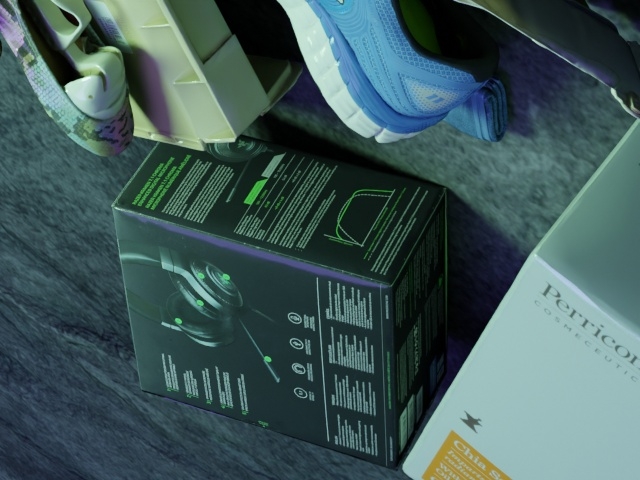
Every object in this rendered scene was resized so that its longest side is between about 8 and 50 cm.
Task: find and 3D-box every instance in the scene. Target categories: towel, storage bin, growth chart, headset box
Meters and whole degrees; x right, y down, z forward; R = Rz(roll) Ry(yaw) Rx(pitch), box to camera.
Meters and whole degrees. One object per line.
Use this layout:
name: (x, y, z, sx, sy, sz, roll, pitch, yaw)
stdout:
towel: (0.093, -0.122, 1.550, 0.119, 0.029, 0.067, 26, 150, 28)
storage bin: (-0.175, -0.223, 1.661, 0.260, 0.123, 0.262, 14, 142, 44)
growth chart: (0.139, -0.154, 1.308, 0.237, 0.172, 0.021, 31, 115, -7)
headset box: (-0.040, 0.046, 1.768, 0.283, 0.131, 0.246, 15, 137, 19)

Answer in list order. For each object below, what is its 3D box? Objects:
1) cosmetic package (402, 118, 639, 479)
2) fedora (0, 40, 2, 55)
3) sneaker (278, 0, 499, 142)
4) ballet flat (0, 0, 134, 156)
cosmetic package: (0.239, 0.122, 1.571, 0.230, 0.161, 0.453, 37, 153, 9)
fedora: (-0.334, -0.209, 1.607, 0.194, 0.079, 0.194, 58, 178, 4)
sneaker: (0.017, -0.229, 1.418, 0.147, 0.130, 0.330, -22, 115, 44)
ballet flat: (-0.205, -0.159, 1.585, 0.079, 0.077, 0.221, -9, 123, 44)
